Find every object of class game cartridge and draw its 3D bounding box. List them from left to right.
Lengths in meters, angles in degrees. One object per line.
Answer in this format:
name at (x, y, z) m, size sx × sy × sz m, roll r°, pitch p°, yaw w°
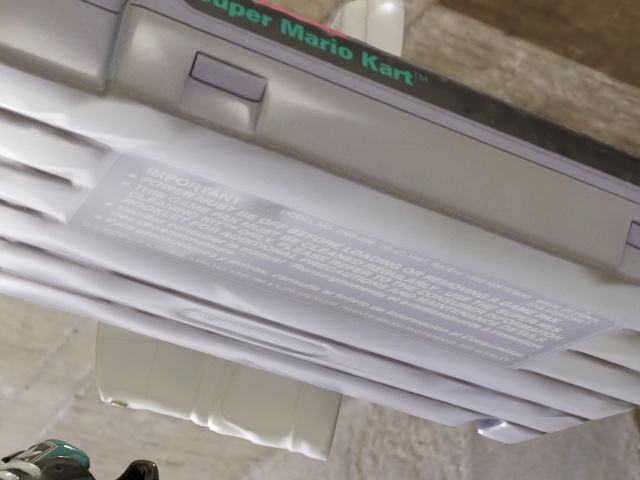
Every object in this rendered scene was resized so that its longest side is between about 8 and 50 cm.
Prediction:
game cartridge at (0.000, 0.000, 0.508) m, size 0.230 × 0.355 × 0.068 m, roll -40°, pitch 37°, yaw 55°

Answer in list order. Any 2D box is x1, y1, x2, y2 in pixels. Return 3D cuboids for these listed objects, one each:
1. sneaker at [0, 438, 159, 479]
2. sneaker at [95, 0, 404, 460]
sneaker at (-0.254, 0.212, 0.952) m, size 0.108 × 0.302 × 0.121 m, roll 1°, pitch 78°, yaw 45°
sneaker at (-0.046, -0.031, 0.721) m, size 0.108 × 0.169 × 0.293 m, roll 90°, pitch -169°, yaw -68°
